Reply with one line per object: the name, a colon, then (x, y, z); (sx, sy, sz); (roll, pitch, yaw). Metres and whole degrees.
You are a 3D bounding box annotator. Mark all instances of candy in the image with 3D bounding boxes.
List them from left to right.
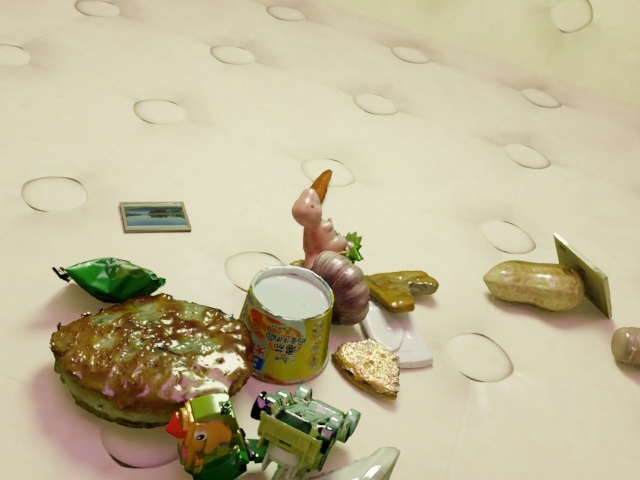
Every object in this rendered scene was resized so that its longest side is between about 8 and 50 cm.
candy: (-0.397, 0.080, 1.513); (0.203, 0.141, 0.078); (6, 64, -7)

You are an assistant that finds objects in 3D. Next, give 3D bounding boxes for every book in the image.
book: (0.606, 0.082, 1.841); (0.013, 0.192, 0.168); (-37, 51, -4)

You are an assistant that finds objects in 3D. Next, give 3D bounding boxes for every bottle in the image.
bottle: (0.739, 0.234, 1.735); (0.209, 0.097, 0.110); (9, 21, -8)

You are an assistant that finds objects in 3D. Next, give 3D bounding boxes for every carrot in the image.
carrot: (-0.005, -0.134, 2.014); (0.057, 0.057, 0.224); (18, 32, 5)

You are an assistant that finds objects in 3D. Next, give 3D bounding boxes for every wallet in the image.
wallet: (0.152, 0.189, 1.639); (0.124, 0.032, 0.183); (3, 36, -21)

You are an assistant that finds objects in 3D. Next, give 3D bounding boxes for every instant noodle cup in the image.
instant noodle cup: (-0.063, 0.151, 1.510); (0.205, 0.153, 0.205); (11, 36, -8)

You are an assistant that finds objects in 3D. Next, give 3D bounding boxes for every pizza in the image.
pizza: (0.097, 0.245, 1.532); (0.160, 0.035, 0.099); (33, 53, 25)

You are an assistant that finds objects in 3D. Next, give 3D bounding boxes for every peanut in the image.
peanut: (0.490, 0.101, 1.816); (0.236, 0.110, 0.120); (8, 44, -6)

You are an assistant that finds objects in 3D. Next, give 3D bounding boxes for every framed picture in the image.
framed picture: (-0.374, -0.054, 1.799); (0.149, 0.011, 0.109); (-1, 38, -22)

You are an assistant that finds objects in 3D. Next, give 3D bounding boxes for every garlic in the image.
garlic: (0.031, 0.105, 1.603); (0.147, 0.159, 0.102); (8, 31, 39)

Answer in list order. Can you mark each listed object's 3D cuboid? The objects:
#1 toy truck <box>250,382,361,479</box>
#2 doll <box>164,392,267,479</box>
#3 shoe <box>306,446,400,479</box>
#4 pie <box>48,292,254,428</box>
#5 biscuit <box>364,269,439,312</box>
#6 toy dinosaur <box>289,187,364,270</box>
toy truck: (-0.032, 0.317, 1.276); (0.128, 0.135, 0.259); (23, 4, 15)
doll: (-0.160, 0.310, 1.241); (0.134, 0.186, 0.106); (-22, 43, -2)
shoe: (0.024, 0.395, 1.255); (0.110, 0.095, 0.265); (28, 39, 21)
pie: (-0.283, 0.202, 1.372); (0.355, 0.103, 0.288); (14, 31, 18)
biscuit: (0.188, 0.107, 1.722); (0.183, 0.039, 0.174); (-5, 18, -27)
toy dinosaur: (0.005, 0.003, 1.692); (0.152, 0.194, 0.177); (19, 0, 39)
